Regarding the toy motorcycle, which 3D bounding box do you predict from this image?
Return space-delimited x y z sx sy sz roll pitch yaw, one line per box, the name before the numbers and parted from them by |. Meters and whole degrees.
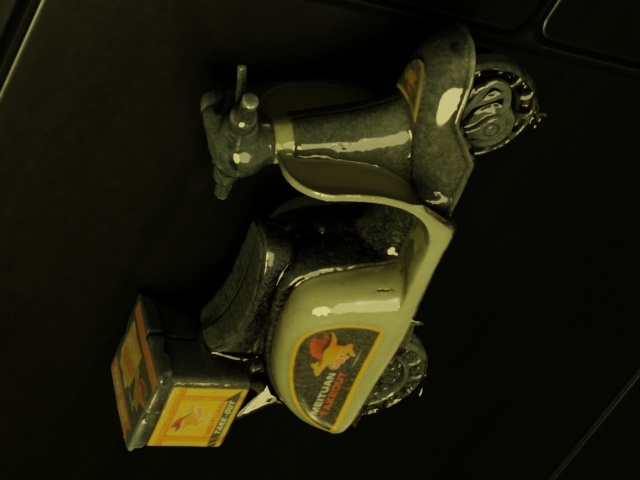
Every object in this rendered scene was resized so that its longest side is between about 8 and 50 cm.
toy motorcycle | 0.000 0.000 0.751 0.157 0.091 0.263 3 134 -24
